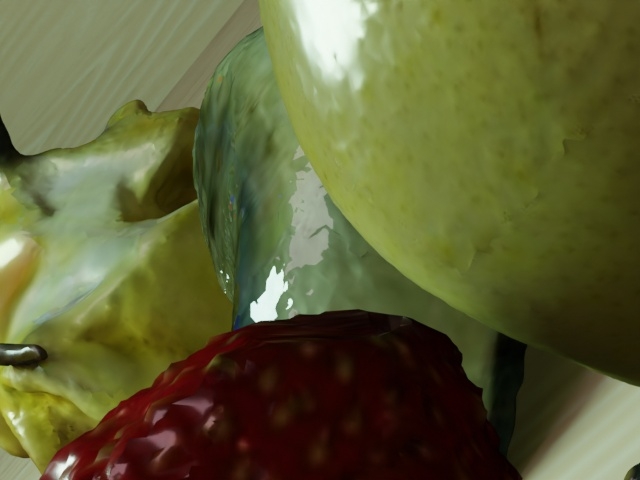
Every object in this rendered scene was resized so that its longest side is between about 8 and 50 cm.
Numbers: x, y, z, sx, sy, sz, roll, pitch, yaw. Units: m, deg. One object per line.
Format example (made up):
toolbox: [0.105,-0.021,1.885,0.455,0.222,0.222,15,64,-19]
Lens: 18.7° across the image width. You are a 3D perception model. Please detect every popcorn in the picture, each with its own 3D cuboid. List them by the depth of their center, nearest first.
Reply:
popcorn: [-0.134,0.058,1.313,0.297,0.281,0.316,-13,49,26]

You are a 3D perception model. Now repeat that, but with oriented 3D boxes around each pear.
pear: [0.119,-0.105,0.632,0.309,0.309,0.309,-52,13,17]

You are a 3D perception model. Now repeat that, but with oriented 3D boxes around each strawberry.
strawberry: [-0.024,0.161,0.594,0.250,0.238,0.288,-134,54,-67]

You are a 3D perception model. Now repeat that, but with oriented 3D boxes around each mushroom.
mushroom: [-0.002,0.000,1.004,0.247,0.130,0.344,-57,26,33]

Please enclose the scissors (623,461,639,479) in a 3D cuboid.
scissors: [0.141,0.063,0.765,0.088,0.017,0.220,-44,16,54]
